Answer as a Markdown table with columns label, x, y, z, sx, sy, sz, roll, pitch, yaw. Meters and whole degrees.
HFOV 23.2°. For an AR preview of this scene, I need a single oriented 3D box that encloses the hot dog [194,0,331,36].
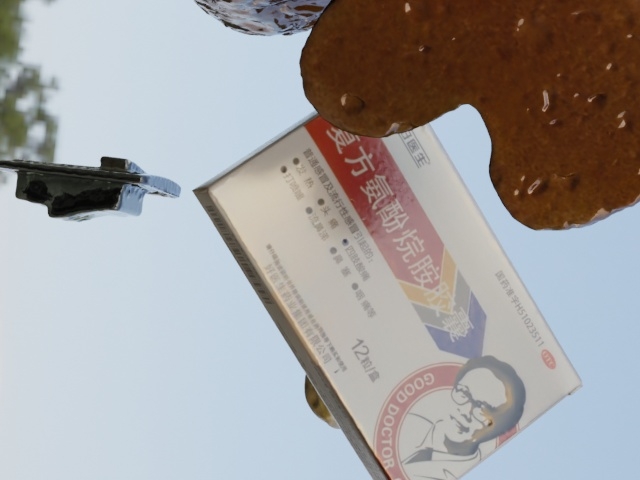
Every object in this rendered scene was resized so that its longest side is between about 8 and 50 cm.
| label | x | y | z | sx | sy | sz | roll | pitch | yaw |
| --- | --- | --- | --- | --- | --- | --- | --- | --- | --- |
| hot dog | -0.084 | -0.306 | 1.343 | 0.174 | 0.267 | 0.387 | -55 | 163 | -1 |

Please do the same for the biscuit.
| label | x | y | z | sx | sy | sz | roll | pitch | yaw |
| --- | --- | --- | --- | --- | --- | --- | --- | --- | --- |
| biscuit | 0.143 | -0.122 | 1.187 | 0.262 | 0.277 | 0.052 | -39 | -174 | 28 |

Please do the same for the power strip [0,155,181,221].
| label | x | y | z | sx | sy | sz | roll | pitch | yaw |
| --- | --- | --- | --- | --- | --- | --- | --- | --- | --- |
| power strip | -0.354 | -0.073 | 2.327 | 0.257 | 0.251 | 0.092 | 28 | 63 | -82 |

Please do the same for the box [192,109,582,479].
| label | x | y | z | sx | sy | sz | roll | pitch | yaw |
| --- | --- | --- | --- | --- | --- | --- | --- | --- | --- |
| box | 0.066 | 0.046 | 1.422 | 0.353 | 0.214 | 0.069 | 59 | -18 | -11 |

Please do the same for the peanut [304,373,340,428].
| label | x | y | z | sx | sy | sz | roll | pitch | yaw |
| --- | --- | --- | --- | --- | --- | --- | --- | --- | --- |
| peanut | 0.028 | 0.124 | 1.905 | 0.099 | 0.100 | 0.214 | 158 | -56 | -65 |
